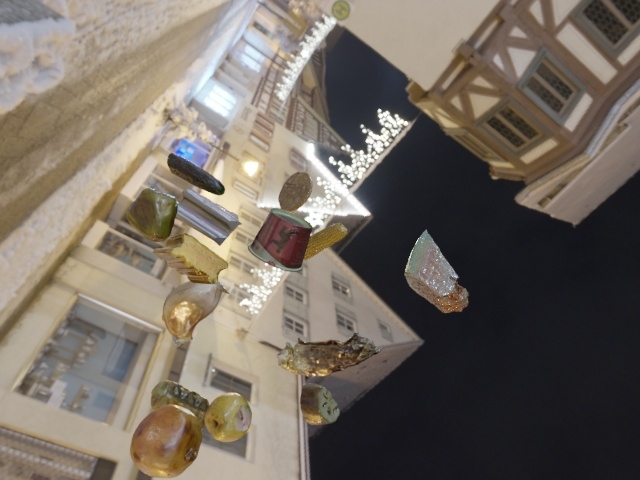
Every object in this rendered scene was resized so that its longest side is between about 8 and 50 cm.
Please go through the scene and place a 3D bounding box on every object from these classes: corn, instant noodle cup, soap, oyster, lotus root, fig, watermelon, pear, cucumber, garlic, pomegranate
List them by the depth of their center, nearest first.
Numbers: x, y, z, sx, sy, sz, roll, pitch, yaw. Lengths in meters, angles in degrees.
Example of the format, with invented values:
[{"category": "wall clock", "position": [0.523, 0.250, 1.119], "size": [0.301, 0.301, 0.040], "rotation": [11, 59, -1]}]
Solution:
[{"category": "oyster", "position": [0.040, 0.349, 1.336], "size": [0.271, 0.275, 0.101], "rotation": [-38, -138, 30]}, {"category": "fig", "position": [-0.507, -0.075, 1.352], "size": [0.144, 0.153, 0.166], "rotation": [-36, -109, 52]}, {"category": "pomegranate", "position": [-0.478, 0.635, 1.384], "size": [0.215, 0.215, 0.215], "rotation": [-50, -158, 28]}, {"category": "pear", "position": [-0.334, 0.637, 1.587], "size": [0.178, 0.177, 0.178], "rotation": [-50, -158, 28]}, {"category": "soap", "position": [-0.479, 0.068, 1.613], "size": [0.324, 0.204, 0.096], "rotation": [-5, -132, 59]}, {"category": "watermelon", "position": [0.402, 0.135, 1.622], "size": [0.151, 0.264, 0.302], "rotation": [-32, -115, -2]}, {"category": "cucumber", "position": [-0.463, -0.242, 1.644], "size": [0.075, 0.241, 0.074], "rotation": [-60, -175, 8]}, {"category": "instant noodle cup", "position": [-0.142, -0.008, 1.711], "size": [0.179, 0.234, 0.235], "rotation": [-65, -162, 13]}, {"category": "garlic", "position": [-0.558, 0.286, 1.930], "size": [0.313, 0.249, 0.286], "rotation": [-61, 159, 2]}, {"category": "soap", "position": [-0.541, -0.122, 2.083], "size": [0.159, 0.302, 0.258], "rotation": [-52, -165, 4]}, {"category": "lotus root", "position": [-0.008, 0.815, 2.152], "size": [0.118, 0.235, 0.138], "rotation": [-11, -150, 34]}, {"category": "corn", "position": [0.000, 0.000, 2.160], "size": [0.292, 0.106, 0.106], "rotation": [-32, -152, 16]}]

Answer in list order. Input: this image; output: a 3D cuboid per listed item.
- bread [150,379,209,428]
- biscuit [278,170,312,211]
[{"category": "bread", "position": [-0.595, 0.696, 1.861], "size": [0.129, 0.267, 0.152], "rotation": [-33, -150, 29]}, {"category": "biscuit", "position": [-0.122, -0.236, 2.130], "size": [0.219, 0.033, 0.220], "rotation": [-19, -121, 34]}]
